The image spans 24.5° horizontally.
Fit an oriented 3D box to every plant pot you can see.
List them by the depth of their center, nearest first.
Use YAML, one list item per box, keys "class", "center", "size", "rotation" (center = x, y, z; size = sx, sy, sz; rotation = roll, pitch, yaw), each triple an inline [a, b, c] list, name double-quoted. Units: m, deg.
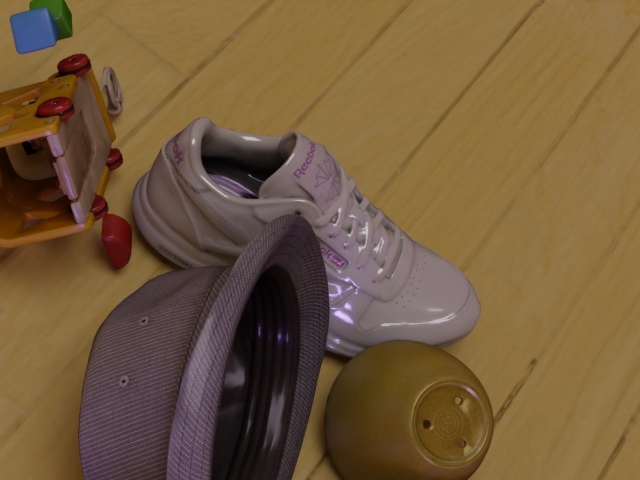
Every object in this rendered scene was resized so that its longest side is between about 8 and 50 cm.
- class: "plant pot"
  center: [0.082, 0.141, 1.143]
  size: [0.134, 0.095, 0.134]
  rotation: [3, 82, -20]

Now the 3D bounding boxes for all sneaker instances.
- class: "sneaker"
  center: [0.000, 0.000, 1.191]
  size: [0.305, 0.152, 0.114]
  rotation: [23, 52, -9]

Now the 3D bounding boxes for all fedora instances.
- class: "fedora"
  center: [-0.093, 0.111, 1.072]
  size: [0.124, 0.244, 0.275]
  rotation: [7, 62, 16]

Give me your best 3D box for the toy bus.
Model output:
- class: "toy bus"
  center: [-0.225, -0.076, 1.170]
  size: [0.104, 0.202, 0.191]
  rotation: [-13, 69, 5]
